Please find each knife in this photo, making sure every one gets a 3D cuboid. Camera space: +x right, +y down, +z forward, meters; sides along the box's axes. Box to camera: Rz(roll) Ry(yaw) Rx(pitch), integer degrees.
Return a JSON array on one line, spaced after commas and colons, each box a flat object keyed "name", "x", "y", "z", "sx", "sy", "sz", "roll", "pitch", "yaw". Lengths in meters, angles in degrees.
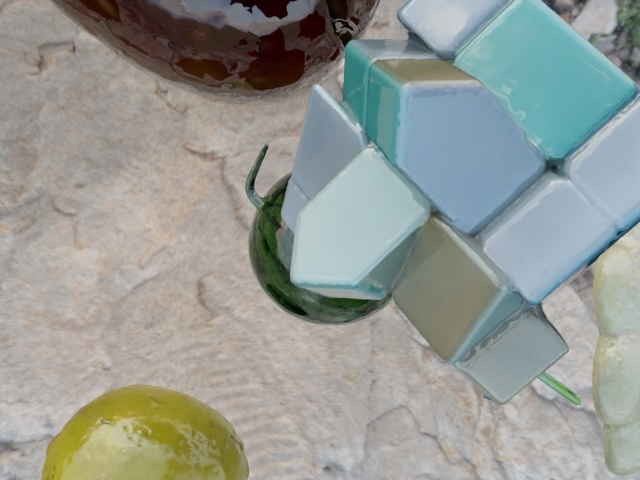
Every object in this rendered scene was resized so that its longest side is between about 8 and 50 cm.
[{"name": "knife", "x": 0.351, "y": 0.218, "z": 1.023, "sx": 0.212, "sy": 0.054, "sz": 0.015, "roll": 34, "pitch": 111, "yaw": -30}]

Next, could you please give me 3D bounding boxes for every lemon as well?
[{"name": "lemon", "x": -0.244, "y": 0.332, "z": 0.923, "sx": 0.284, "sy": 0.260, "sz": 0.260, "roll": 33, "pitch": 74, "yaw": 21}]

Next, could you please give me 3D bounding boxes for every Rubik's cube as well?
[{"name": "Rubik's cube", "x": 0.094, "y": -0.025, "z": 0.427, "sx": 0.213, "sy": 0.265, "sz": 0.224, "roll": -43, "pitch": 71, "yaw": 10}]

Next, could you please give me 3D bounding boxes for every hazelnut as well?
[{"name": "hazelnut", "x": -0.125, "y": -0.360, "z": 0.716, "sx": 0.430, "sy": 0.402, "sz": 0.401, "roll": 24, "pitch": 77, "yaw": -8}]

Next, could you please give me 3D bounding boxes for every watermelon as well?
[{"name": "watermelon", "x": 0.000, "y": 0.000, "z": 0.756, "sx": 0.215, "sy": 0.188, "sz": 0.187, "roll": 26, "pitch": 76, "yaw": -18}]

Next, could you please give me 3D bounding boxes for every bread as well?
[{"name": "bread", "x": 0.353, "y": 0.102, "z": 0.732, "sx": 0.054, "sy": 0.316, "sz": 0.315, "roll": 1, "pitch": 78, "yaw": 32}]
